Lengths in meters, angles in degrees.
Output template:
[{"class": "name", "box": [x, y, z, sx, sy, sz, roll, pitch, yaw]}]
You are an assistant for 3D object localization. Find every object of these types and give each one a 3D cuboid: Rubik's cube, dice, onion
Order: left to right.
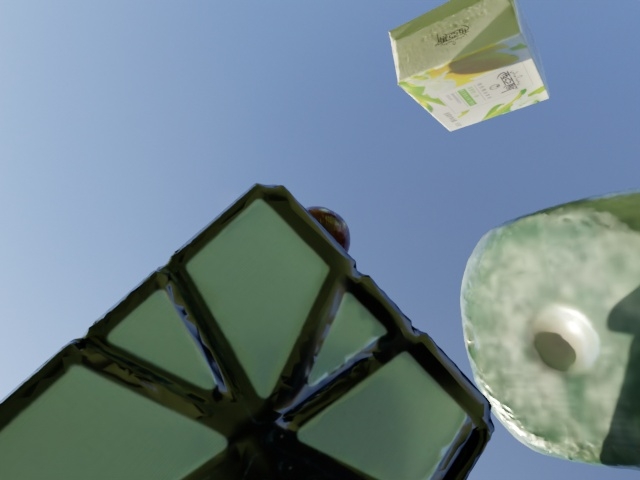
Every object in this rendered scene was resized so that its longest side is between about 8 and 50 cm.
[{"class": "Rubik's cube", "box": [-0.078, 0.163, 0.438, 0.288, 0.283, 0.293, -44, -83, -26]}, {"class": "onion", "box": [0.000, 0.000, 0.818, 0.119, 0.119, 0.117, 31, -65, 30]}, {"class": "dice", "box": [0.438, 0.114, 0.684, 0.331, 0.349, 0.327, -22, -108, 55]}]

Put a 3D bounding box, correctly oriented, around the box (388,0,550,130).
[{"class": "box", "box": [0.264, -0.302, 0.816, 0.195, 0.261, 0.110, -15, -106, 33]}]
